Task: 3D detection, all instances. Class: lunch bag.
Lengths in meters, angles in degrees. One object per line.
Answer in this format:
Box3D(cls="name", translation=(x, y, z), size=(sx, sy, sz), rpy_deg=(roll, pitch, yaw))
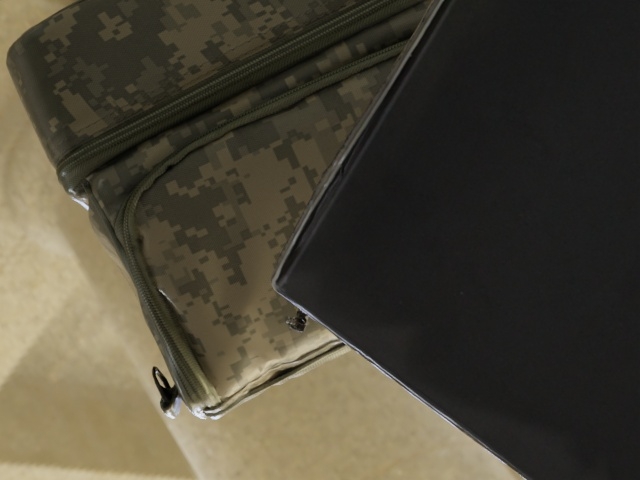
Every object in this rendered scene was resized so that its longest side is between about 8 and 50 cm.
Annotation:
Box3D(cls="lunch bag", translation=(-0.004, -0.056, 0.948), size=(0.305, 0.256, 0.212), rpy_deg=(-26, -9, -3))

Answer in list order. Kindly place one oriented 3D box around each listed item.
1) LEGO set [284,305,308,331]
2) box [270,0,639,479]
Box3D(cls="LEGO set", translation=(-0.001, 0.002, 0.650), size=(0.023, 0.054, 0.083), rpy_deg=(25, -66, -6))
Box3D(cls="box", translation=(0.212, 0.025, 0.554), size=(0.179, 0.343, 0.312), rpy_deg=(-59, -17, 16))
